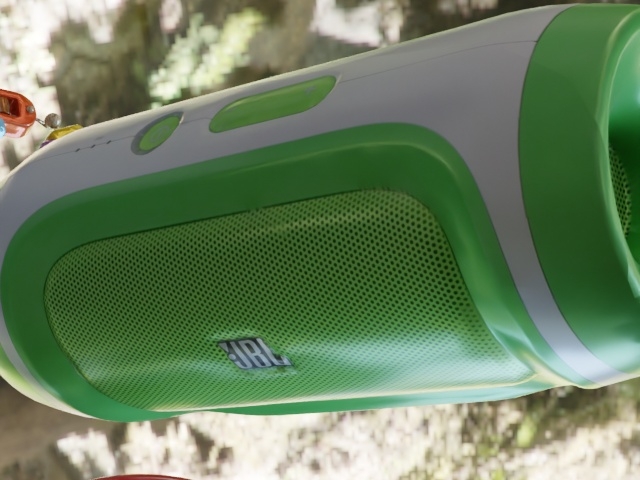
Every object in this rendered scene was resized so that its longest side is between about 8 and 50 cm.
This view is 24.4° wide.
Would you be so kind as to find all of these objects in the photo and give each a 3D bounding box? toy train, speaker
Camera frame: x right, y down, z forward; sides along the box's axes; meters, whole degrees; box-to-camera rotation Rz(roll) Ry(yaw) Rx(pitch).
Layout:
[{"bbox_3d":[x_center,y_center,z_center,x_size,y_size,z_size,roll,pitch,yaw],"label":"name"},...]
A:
[{"bbox_3d":[-0.211,-0.045,1.086,0.125,0.046,0.166,8,-131,-37],"label":"toy train"},{"bbox_3d":[0.000,0.000,0.548,0.296,0.131,0.131,-10,-154,40],"label":"speaker"}]

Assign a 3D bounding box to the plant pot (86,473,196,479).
[{"bbox_3d":[-0.094,0.239,0.721,0.191,0.174,0.191,10,-137,-9],"label":"plant pot"}]
